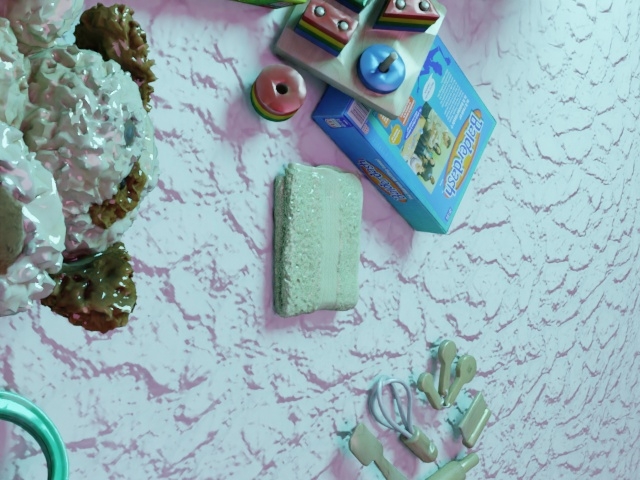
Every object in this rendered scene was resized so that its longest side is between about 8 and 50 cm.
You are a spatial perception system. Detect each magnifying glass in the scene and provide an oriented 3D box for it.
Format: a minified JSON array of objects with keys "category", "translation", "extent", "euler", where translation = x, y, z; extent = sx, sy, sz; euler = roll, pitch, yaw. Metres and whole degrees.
[{"category":"magnifying glass","translation":[-0.185,0.197,0.421],"extent":[0.092,0.026,0.231],"euler":[13,44,-50]}]

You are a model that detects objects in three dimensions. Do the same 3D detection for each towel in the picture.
[{"category":"towel","translation":[0.000,0.000,0.677],"extent":[0.110,0.027,0.148],"euler":[-2,97,-43]}]

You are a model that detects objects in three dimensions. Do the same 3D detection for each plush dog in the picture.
[{"category":"plush dog","translation":[-0.184,-0.066,0.405],"extent":[0.225,0.210,0.263],"euler":[38,51,-59]}]

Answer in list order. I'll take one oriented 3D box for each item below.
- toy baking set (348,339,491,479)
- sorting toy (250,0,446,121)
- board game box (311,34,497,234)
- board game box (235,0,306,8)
[{"category":"toy baking set","translation":[0.122,0.231,0.829],"extent":[0.256,0.030,0.197],"euler":[-23,108,-40]},{"category":"sorting toy","translation":[0.049,-0.210,0.639],"extent":[0.132,0.046,0.275],"euler":[28,72,-11]},{"category":"board game box","translation":[0.099,-0.129,0.740],"extent":[0.210,0.047,0.160],"euler":[43,66,-38]},{"category":"board game box","translation":[-0.091,-0.244,0.543],"extent":[0.181,0.043,0.092],"euler":[-8,101,-43]}]
